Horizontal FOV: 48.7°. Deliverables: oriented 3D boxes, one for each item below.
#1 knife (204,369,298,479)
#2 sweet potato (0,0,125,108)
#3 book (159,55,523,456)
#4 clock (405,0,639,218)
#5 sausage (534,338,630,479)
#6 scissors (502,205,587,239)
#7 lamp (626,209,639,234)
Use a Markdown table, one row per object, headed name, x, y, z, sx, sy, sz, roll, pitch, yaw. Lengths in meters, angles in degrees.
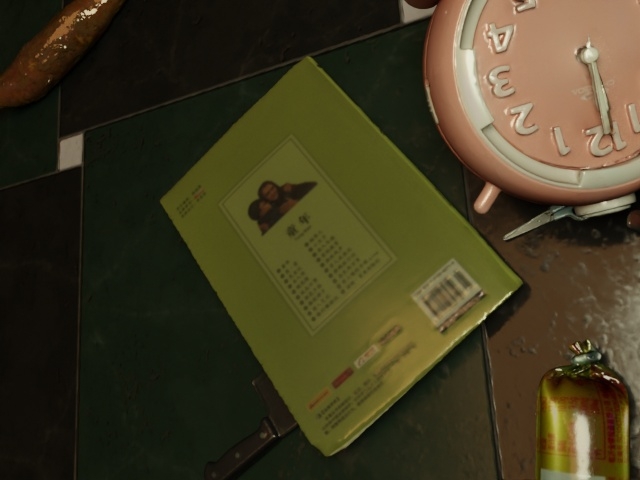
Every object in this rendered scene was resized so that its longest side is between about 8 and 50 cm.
| name | x | y | z | sx | sy | sz | roll | pitch | yaw |
| --- | --- | --- | --- | --- | --- | --- | --- | --- | --- |
| knife | -0.034 | 0.152 | 0.705 | 0.245 | 0.019 | 0.072 | -43 | 59 | 11 |
| sweet potato | -0.343 | -0.258 | 0.939 | 0.314 | 0.066 | 0.072 | -37 | 71 | 14 |
| book | 0.000 | 0.000 | 0.705 | 0.239 | 0.035 | 0.352 | -43 | 60 | 10 |
| clock | 0.194 | -0.137 | 0.561 | 0.227 | 0.142 | 0.241 | -16 | 93 | 3 |
| sausage | 0.191 | 0.259 | 0.519 | 0.082 | 0.082 | 0.371 | -3 | 77 | 28 |
| scissors | 0.197 | -0.020 | 0.618 | 0.083 | 0.006 | 0.036 | -30 | 68 | 20 |
| lamp | 0.332 | -0.008 | 0.411 | 0.265 | 0.233 | 0.233 | 27 | 93 | 24 |
